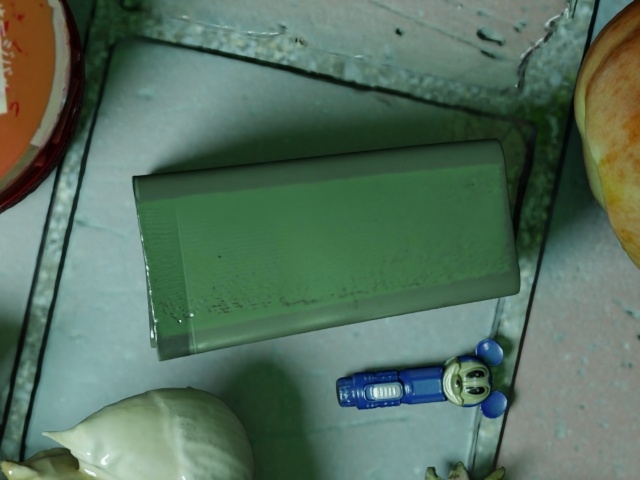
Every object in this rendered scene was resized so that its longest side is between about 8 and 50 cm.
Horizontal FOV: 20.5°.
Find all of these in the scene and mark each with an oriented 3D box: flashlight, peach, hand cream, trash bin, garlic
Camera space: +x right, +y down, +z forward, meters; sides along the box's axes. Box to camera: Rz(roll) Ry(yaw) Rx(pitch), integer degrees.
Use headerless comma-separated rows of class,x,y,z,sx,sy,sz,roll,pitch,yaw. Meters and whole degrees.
flashlight,0.072,0.103,1.258,0.121,0.035,0.057,-5,92,-3
peach,0.302,-0.074,1.172,0.257,0.232,0.232,-17,92,8
hand cream,-0.268,-0.116,1.185,0.230,0.149,0.230,0,90,-1
trash bin,0.000,0.000,1.190,0.241,0.164,0.122,-8,92,-3
garlic,-0.163,0.224,1.153,0.281,0.203,0.184,-27,53,5

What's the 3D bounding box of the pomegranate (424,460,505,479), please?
pomegranate,0.106,0.242,1.233,0.129,0.159,0.129,7,132,8
